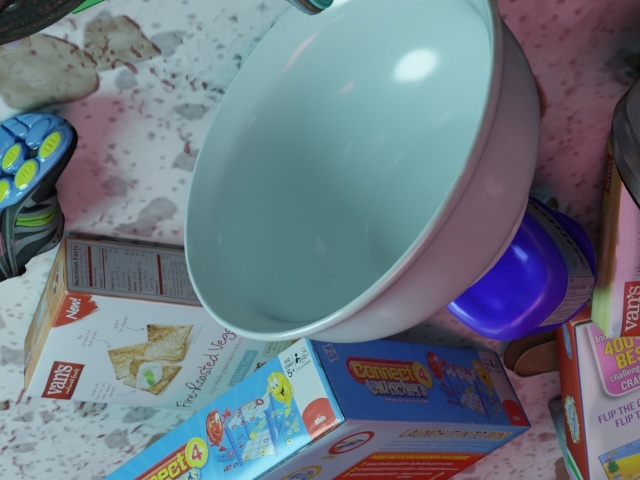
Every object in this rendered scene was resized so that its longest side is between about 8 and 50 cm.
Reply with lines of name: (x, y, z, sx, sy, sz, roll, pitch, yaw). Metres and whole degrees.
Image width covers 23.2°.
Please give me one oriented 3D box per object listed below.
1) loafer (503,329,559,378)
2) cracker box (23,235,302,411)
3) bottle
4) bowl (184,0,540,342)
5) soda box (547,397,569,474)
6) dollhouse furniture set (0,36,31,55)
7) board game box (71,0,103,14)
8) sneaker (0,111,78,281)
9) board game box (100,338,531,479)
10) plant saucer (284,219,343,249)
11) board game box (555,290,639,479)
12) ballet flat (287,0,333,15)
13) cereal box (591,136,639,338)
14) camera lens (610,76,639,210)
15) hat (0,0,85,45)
loafer: (0.248, 0.102, 1.492, 0.148, 0.050, 0.056, -20, 137, 9)
cracker box: (-0.132, 0.081, 1.373, 0.232, 0.067, 0.156, 8, 138, -20)
bottle: (0.163, 0.018, 1.252, 0.092, 0.118, 0.283, -46, 165, 13)
bowl: (0.050, -0.047, 1.079, 0.134, 0.298, 0.298, 29, 126, -35)
soda box: (0.340, 0.257, 1.662, 0.098, 0.091, 0.286, -24, 138, 14)
dollhouse furniture set: (-0.234, -0.159, 1.071, 0.081, 0.091, 0.114, -17, 139, -16)
board game box: (-0.139, -0.295, 0.948, 0.213, 0.046, 0.317, -20, 139, 13)
sneaker: (-0.235, -0.034, 1.232, 0.078, 0.067, 0.188, -6, 143, -39)
board game box: (-0.008, 0.206, 1.459, 0.302, 0.086, 0.308, -37, 153, 28)
plant saucer: (0.000, 0.000, 1.266, 0.200, 0.037, 0.200, 0, 174, 0)
board game box: (0.354, 0.168, 1.476, 0.242, 0.064, 0.316, -13, 118, -6)
ballet flat: (-0.048, -0.215, 0.989, 0.070, 0.070, 0.188, -19, 138, 10)
cereal box: (0.358, -0.006, 1.337, 0.240, 0.047, 0.173, -1, 109, -9)
camera lens: (0.365, -0.104, 1.136, 0.219, 0.219, 0.274, 17, 129, -29)
hat: (-0.256, -0.187, 0.906, 0.331, 0.134, 0.331, -7, 138, -6)
